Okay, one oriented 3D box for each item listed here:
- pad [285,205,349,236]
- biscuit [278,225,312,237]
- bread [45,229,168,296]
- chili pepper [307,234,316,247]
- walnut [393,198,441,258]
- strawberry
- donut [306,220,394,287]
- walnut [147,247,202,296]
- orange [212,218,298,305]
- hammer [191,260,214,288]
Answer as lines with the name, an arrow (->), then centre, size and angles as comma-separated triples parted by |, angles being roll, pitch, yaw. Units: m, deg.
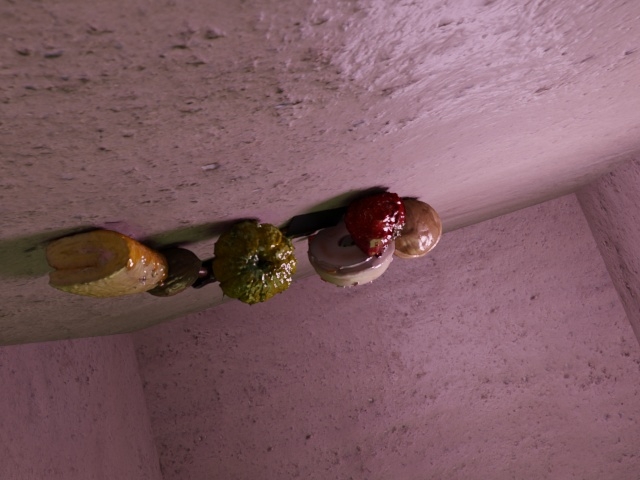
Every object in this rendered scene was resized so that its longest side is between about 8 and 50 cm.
pad -> -0.014, -0.079, 1.830 | 0.245, 0.006, 0.170 | -13, 158, -24
biscuit -> -0.101, -0.036, 1.930 | 0.236, 0.039, 0.180 | -8, 167, -35
bread -> -0.612, 0.082, 1.350 | 0.236, 0.165, 0.375 | -11, 170, -6
chili pepper -> 0.000, 0.000, 2.195 | 0.123, 0.073, 0.070 | -13, -149, -10
walnut -> 0.411, -0.051, 2.054 | 0.285, 0.285, 0.296 | -16, 176, -5
strawberry -> 0.208, -0.081, 1.743 | 0.274, 0.220, 0.274 | -51, 164, -22
donut -> 0.130, 0.054, 1.933 | 0.383, 0.142, 0.382 | -6, -145, 5
walnut -> -0.536, 0.112, 1.617 | 0.230, 0.178, 0.178 | -19, 170, 1
orange -> -0.223, 0.078, 1.572 | 0.301, 0.300, 0.223 | 6, 170, -19
hammer -> -0.589, 0.132, 1.938 | 0.242, 0.095, 0.409 | -23, 163, 31
